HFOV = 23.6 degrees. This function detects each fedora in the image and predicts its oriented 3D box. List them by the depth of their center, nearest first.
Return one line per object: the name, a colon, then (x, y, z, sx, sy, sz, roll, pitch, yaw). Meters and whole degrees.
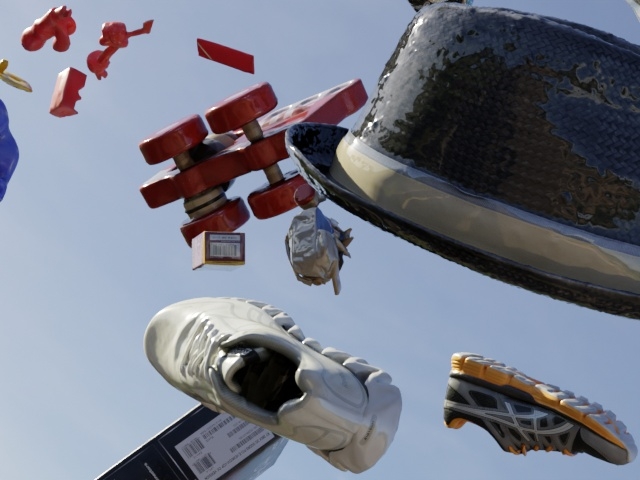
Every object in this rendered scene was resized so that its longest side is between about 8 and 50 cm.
fedora: (0.149, -0.066, 1.006, 0.334, 0.153, 0.334, 16, 13, -4)

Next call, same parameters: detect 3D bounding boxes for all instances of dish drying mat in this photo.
dish drying mat: (-0.123, -0.239, 1.989, 0.083, 0.008, 0.032, 21, -41, 19)

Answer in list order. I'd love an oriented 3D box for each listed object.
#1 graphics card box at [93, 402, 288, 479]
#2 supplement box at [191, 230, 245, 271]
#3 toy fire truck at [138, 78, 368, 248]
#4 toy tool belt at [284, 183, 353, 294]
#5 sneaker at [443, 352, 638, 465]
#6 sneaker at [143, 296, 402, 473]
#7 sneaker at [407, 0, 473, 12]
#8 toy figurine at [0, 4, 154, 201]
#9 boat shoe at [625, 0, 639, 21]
graphics card box: (-0.204, 0.304, 1.740, 0.094, 0.371, 0.233, 50, -21, 11)
supplement box: (-0.129, 0.014, 1.942, 0.055, 0.043, 0.083, 1, -8, -17)
toy fire truck: (-0.098, -0.130, 2.168, 0.302, 0.254, 0.169, -20, -79, 32)
toy tool belt: (0.000, 0.000, 1.224, 0.052, 0.083, 0.051, -23, -41, 23)
sneaker: (0.223, 0.188, 1.576, 0.215, 0.083, 0.084, 22, 4, 27)
sneaker: (-0.065, 0.105, 1.315, 0.292, 0.110, 0.118, 17, -5, 45)
sneaker: (0.119, -0.336, 1.925, 0.085, 0.086, 0.237, 10, -3, 42)
toy figurine: (-0.325, -0.129, 1.187, 0.191, 0.217, 0.362, -17, -35, 42)
boat shoe: (0.412, -0.347, 1.960, 0.254, 0.079, 0.095, 50, 2, -2)
